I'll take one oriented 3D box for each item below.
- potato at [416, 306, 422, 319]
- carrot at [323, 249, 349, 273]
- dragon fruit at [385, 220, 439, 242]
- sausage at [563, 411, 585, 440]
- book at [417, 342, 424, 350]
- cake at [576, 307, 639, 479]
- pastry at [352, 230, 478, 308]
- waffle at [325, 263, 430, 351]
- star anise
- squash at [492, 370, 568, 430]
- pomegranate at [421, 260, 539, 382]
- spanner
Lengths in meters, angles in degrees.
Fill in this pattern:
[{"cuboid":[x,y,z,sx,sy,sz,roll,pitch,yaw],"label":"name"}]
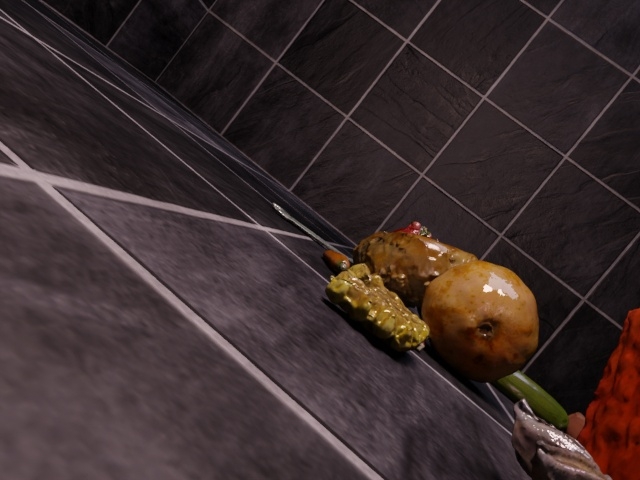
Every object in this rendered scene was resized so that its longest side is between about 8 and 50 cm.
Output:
[{"cuboid":[0.358,0.198,1.317,0.251,0.159,0.174,28,26,23],"label":"potato"},{"cuboid":[0.026,0.035,0.977,0.035,0.035,0.142,37,0,-17],"label":"carrot"},{"cuboid":[0.241,0.059,1.447,0.198,0.200,0.269,54,11,32],"label":"dragon fruit"},{"cuboid":[0.576,0.434,1.126,0.078,0.078,0.304,39,5,6],"label":"sausage"},{"cuboid":[0.111,0.114,0.914,0.162,0.022,0.232,41,4,8],"label":"book"},{"cuboid":[0.443,0.217,0.475,0.319,0.270,0.270,28,-20,3],"label":"cake"},{"cuboid":[0.202,0.074,1.167,0.254,0.162,0.311,15,0,-7],"label":"pastry"},{"cuboid":[0.069,0.084,0.672,0.149,0.051,0.194,40,9,20],"label":"waffle"},{"cuboid":[0.205,0.210,0.387,0.195,0.065,0.182,49,4,-17],"label":"star anise"},{"cuboid":[0.454,0.339,1.196,0.252,0.066,0.066,38,4,8],"label":"squash"},{"cuboid":[0.267,0.136,0.901,0.207,0.207,0.207,38,4,-3],"label":"pomegranate"},{"cuboid":[0.000,0.000,1.243,0.302,0.017,0.071,36,5,-27],"label":"spanner"}]
